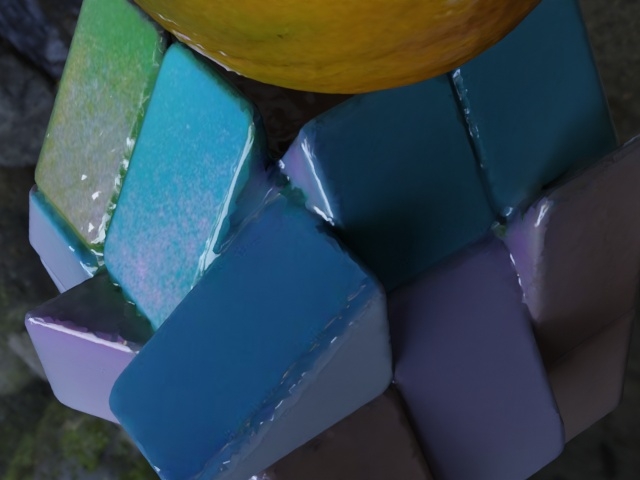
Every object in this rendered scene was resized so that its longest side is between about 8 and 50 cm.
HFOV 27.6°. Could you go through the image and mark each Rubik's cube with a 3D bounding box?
[{"bbox_3d":[0.000,0.000,0.800,0.387,0.358,0.368,56,160,5],"label":"Rubik's cube"}]

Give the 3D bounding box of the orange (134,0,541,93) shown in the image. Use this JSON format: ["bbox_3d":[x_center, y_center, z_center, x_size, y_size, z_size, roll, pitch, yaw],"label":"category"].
[{"bbox_3d":[-0.019,-0.152,0.423,0.240,0.171,0.240,45,-176,-4],"label":"orange"}]
